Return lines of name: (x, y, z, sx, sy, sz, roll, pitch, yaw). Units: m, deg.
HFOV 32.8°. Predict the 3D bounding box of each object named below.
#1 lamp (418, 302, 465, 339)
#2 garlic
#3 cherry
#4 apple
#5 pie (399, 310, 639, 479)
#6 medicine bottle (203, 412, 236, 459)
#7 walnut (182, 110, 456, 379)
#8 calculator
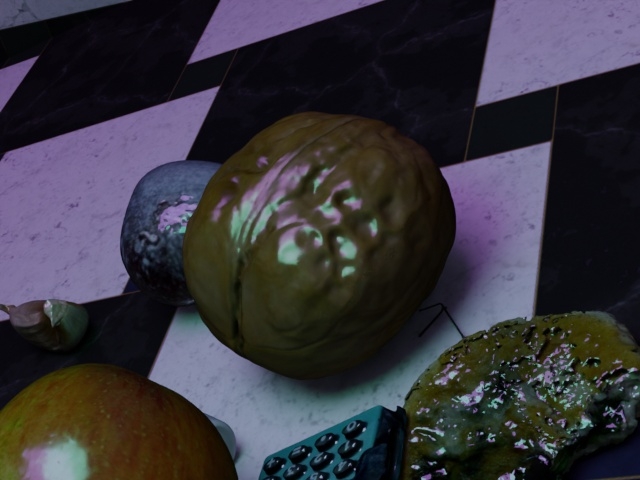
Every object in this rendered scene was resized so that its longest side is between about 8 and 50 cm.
lamp: (0.181, 0.126, 1.476, 0.054, 0.041, 0.121, -33, 36, -16)
garlic: (-0.492, 0.136, 1.915, 0.198, 0.128, 0.090, 6, 65, 39)
cherry: (-0.208, -0.013, 1.804, 0.296, 0.218, 0.255, -4, 42, 19)
apple: (-0.258, 0.318, 1.308, 0.339, 0.339, 0.339, -21, 35, 16)
pie: (0.223, 0.218, 1.286, 0.371, 0.078, 0.296, -48, 35, -21)
medicine bottle: (-0.234, 0.271, 1.568, 0.260, 0.095, 0.095, 10, 52, 45)
walnut: (0.000, 0.000, 1.533, 0.354, 0.308, 0.398, 33, 75, 29)
calculator: (-0.007, 0.327, 1.288, 0.248, 0.058, 0.274, -31, 29, 37)
